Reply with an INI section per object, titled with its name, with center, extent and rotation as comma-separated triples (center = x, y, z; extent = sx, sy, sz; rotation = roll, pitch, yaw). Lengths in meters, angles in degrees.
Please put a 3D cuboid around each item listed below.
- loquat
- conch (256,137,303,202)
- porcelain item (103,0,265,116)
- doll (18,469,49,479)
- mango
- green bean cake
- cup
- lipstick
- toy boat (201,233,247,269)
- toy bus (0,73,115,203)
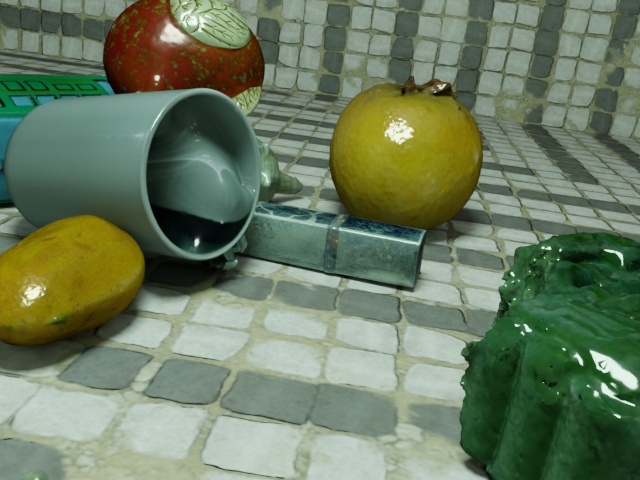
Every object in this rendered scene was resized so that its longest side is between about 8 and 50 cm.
[loquat]
center = 0.147, -0.148, 1.231
extent = 0.275, 0.274, 0.275
rotation = 7, 19, -2
[conch]
center = -0.124, -0.100, 1.227
extent = 0.137, 0.234, 0.114
rotation = -32, 45, 6
[porcelain item]
center = -0.212, -0.244, 1.090
extent = 0.253, 0.252, 0.253
rotation = 7, 19, -2
[doll]
center = -0.303, 0.161, 0.420
extent = 0.275, 0.113, 0.155
rotation = 13, 28, -5
[mango]
center = -0.269, 0.041, 0.759
extent = 0.147, 0.109, 0.227
rotation = 10, 20, 0
[green bean cake]
center = 0.264, 0.112, 0.671
extent = 0.308, 0.169, 0.300
rotation = -5, 23, -28
[cup]
center = -0.256, -0.089, 0.947
extent = 0.312, 0.205, 0.205
rotation = 5, 15, 35
[lipstick]
center = 0.000, 0.000, 1.028
extent = 0.290, 0.076, 0.077
rotation = 9, 21, 13
[toy boat]
center = -0.139, 0.002, 0.991
extent = 0.066, 0.059, 0.140
rotation = -17, 29, -19
[toy bus]
center = -0.457, -0.163, 1.167
extent = 0.344, 0.183, 0.199
rotation = -12, 35, -41
